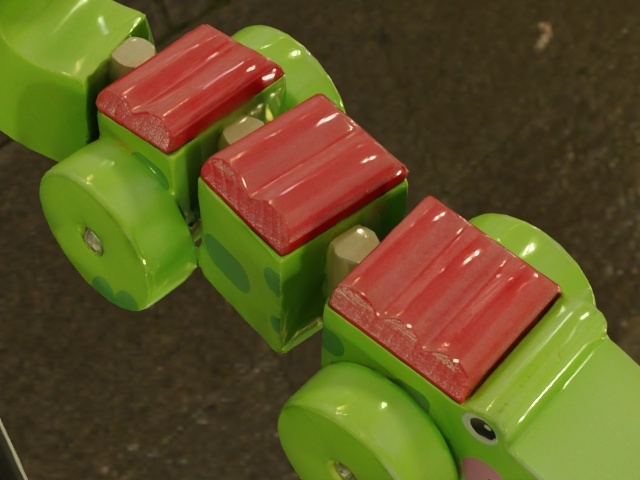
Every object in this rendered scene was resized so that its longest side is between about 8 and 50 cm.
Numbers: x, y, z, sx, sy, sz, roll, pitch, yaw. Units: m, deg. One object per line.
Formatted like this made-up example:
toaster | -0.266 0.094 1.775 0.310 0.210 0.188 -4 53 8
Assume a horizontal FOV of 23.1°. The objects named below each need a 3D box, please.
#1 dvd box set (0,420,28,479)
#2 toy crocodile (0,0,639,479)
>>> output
dvd box set | -0.311 0.103 0.978 0.062 0.420 0.307 -22 84 -32
toy crocodile | 0.000 0.000 0.570 0.115 0.340 0.105 -39 154 -26
